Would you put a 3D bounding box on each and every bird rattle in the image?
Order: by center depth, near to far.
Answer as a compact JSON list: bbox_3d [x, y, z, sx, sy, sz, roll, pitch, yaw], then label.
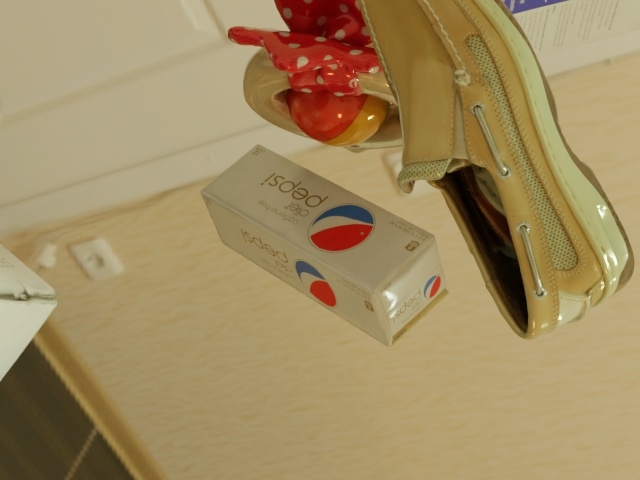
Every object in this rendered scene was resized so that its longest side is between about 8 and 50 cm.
[{"bbox_3d":[0.026,-0.112,0.849,0.254,0.207,0.143,8,77,-36],"label":"bird rattle"}]

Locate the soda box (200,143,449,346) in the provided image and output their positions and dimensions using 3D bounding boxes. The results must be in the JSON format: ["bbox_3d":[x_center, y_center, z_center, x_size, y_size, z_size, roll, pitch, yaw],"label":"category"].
[{"bbox_3d":[0.000,0.000,0.910,0.074,0.216,0.069,-41,136,-22],"label":"soda box"}]

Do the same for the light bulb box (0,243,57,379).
[{"bbox_3d":[-0.349,0.092,0.411,0.225,0.361,0.358,38,5,11],"label":"light bulb box"}]

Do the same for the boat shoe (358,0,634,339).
[{"bbox_3d":[0.062,-0.045,0.482,0.072,0.068,0.190,-30,85,-25],"label":"boat shoe"}]

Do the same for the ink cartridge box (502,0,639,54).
[{"bbox_3d":[0.189,-0.246,1.110,0.175,0.371,0.069,79,-1,-68],"label":"ink cartridge box"}]
